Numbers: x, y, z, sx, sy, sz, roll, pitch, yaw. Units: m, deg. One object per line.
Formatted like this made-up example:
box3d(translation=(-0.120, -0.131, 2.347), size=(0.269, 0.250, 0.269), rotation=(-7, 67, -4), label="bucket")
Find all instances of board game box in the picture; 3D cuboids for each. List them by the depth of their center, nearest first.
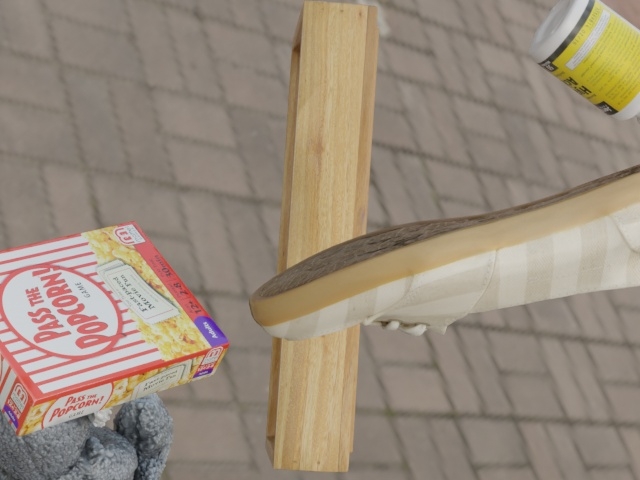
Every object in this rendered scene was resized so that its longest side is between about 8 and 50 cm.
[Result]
box3d(translation=(-0.190, 0.065, 1.230), size=(0.193, 0.045, 0.147), rotation=(-15, 55, -44), label="board game box")

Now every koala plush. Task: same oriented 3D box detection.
box3d(translation=(-0.255, 0.192, 1.473), size=(0.221, 0.196, 0.203), rotation=(77, 8, -45), label="koala plush")

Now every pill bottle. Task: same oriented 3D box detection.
box3d(translation=(0.218, -0.130, 1.155), size=(0.116, 0.065, 0.065), rotation=(34, 38, -9), label="pill bottle")

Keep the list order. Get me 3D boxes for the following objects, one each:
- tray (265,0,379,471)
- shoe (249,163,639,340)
box3d(translation=(0.000, 0.000, 1.455), size=(0.203, 0.076, 0.411), rotation=(148, -55, -85), label="tray")
box3d(translation=(0.075, 0.017, 0.732), size=(0.076, 0.219, 0.058), rotation=(-70, 144, -80), label="shoe")
